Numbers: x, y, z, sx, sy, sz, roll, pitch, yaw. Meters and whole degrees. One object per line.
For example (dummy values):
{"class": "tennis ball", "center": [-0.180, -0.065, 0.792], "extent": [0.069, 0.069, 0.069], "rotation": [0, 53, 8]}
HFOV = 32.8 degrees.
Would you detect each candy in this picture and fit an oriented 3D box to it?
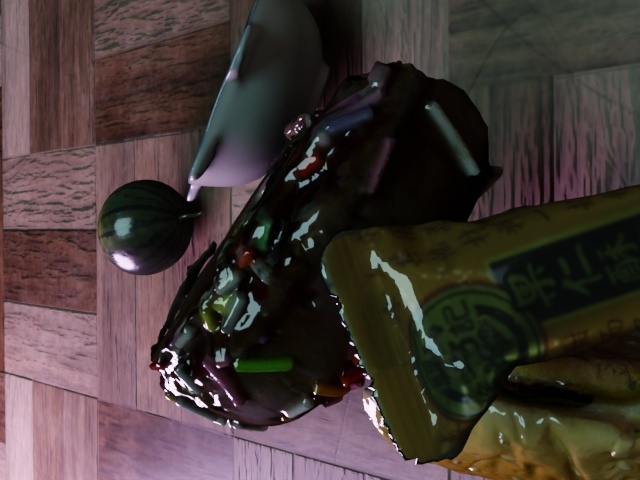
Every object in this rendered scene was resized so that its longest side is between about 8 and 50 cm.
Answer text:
{"class": "candy", "center": [0.142, 0.028, 0.637], "extent": [0.101, 0.271, 0.143], "rotation": [134, 118, -76]}

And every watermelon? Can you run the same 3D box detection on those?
{"class": "watermelon", "center": [-0.184, -0.017, 1.198], "extent": [0.133, 0.105, 0.105], "rotation": [-17, 76, 30]}

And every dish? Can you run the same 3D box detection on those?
{"class": "dish", "center": [-0.050, -0.120, 0.995], "extent": [0.236, 0.086, 0.228], "rotation": [-85, 17, -74]}

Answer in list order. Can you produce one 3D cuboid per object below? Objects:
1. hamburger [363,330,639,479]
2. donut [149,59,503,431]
{"class": "hamburger", "center": [0.147, 0.118, 0.728], "extent": [0.207, 0.155, 0.135], "rotation": [20, 116, 42]}
{"class": "donut", "center": [-0.012, 0.020, 0.787], "extent": [0.259, 0.136, 0.345], "rotation": [-60, 7, -12]}
